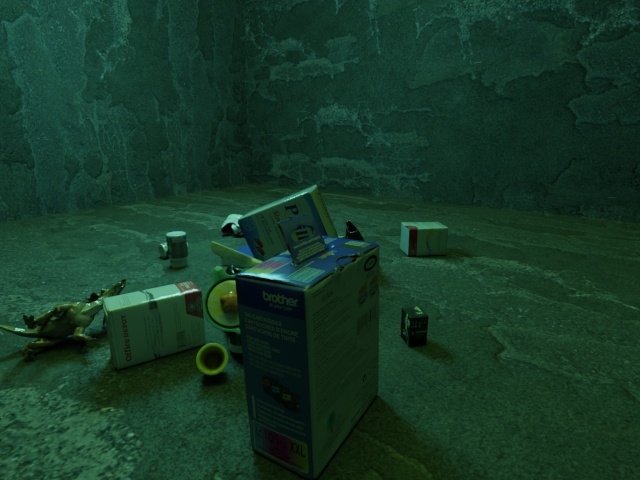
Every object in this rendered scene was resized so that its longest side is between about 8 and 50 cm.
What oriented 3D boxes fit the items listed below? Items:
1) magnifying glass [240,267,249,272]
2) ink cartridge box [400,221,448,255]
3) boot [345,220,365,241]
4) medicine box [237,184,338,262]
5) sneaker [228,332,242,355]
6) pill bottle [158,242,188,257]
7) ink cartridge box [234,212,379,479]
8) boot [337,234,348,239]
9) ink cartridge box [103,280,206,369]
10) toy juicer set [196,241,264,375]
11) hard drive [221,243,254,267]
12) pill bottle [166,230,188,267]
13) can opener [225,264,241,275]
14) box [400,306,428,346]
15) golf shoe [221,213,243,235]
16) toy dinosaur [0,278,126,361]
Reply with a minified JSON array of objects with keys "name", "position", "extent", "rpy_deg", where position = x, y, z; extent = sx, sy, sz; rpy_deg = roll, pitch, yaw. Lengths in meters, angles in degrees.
[{"name":"magnifying glass","position":[-0.165,0.109,1.406],"extent":[0.230,0.026,0.092],"rpy_deg":[-10,-26,7]},{"name":"ink cartridge box","position":[0.457,-0.009,1.801],"extent":[0.176,0.128,0.128],"rpy_deg":[-2,15,-4]},{"name":"boot","position":[0.148,0.012,1.575],"extent":[0.090,0.207,0.248],"rpy_deg":[-21,19,1]},{"name":"medicine box","position":[-0.102,-0.021,1.466],"extent":[0.289,0.264,0.149],"rpy_deg":[-20,12,18]},{"name":"sneaker","position":[-0.223,0.207,1.097],"extent":[0.078,0.106,0.234],"rpy_deg":[-5,16,-18]},{"name":"pill bottle","position":[-0.650,0.035,1.800],"extent":[0.065,0.065,0.116],"rpy_deg":[14,21,43]},{"name":"ink cartridge box","position":[-0.006,0.155,0.740],"extent":[0.151,0.396,0.270],"rpy_deg":[8,18,29]},{"name":"boot","position":[0.000,0.000,1.884],"extent":[0.213,0.077,0.165],"rpy_deg":[-5,16,-34]},{"name":"ink cartridge box","position":[-0.411,0.205,1.014],"extent":[0.217,0.159,0.092],"rpy_deg":[-11,20,-33]},{"name":"toy juicer set","position":[-0.173,0.151,0.971],"extent":[0.209,0.329,0.089],"rpy_deg":[3,-23,-9]},{"name":"hard drive","position":[-0.253,0.051,1.774],"extent":[0.210,0.040,0.318],"rpy_deg":[5,17,21]},{"name":"pill bottle","position":[-0.583,0.037,1.658],"extent":[0.078,0.137,0.078],"rpy_deg":[0,15,0]},{"name":"can opener","position":[-0.303,0.142,1.454],"extent":[0.059,0.073,0.186],"rpy_deg":[36,-2,-33]},{"name":"box","position":[0.245,0.224,1.062],"extent":[0.052,0.084,0.062],"rpy_deg":[-3,16,-9]},{"name":"golf shoe","position":[-0.377,-0.068,2.116],"extent":[0.305,0.115,0.140],"rpy_deg":[-1,25,21]},{"name":"toy dinosaur","position":[-0.669,0.214,1.086],"extent":[0.295,0.127,0.200],"rpy_deg":[-15,10,-6]}]
